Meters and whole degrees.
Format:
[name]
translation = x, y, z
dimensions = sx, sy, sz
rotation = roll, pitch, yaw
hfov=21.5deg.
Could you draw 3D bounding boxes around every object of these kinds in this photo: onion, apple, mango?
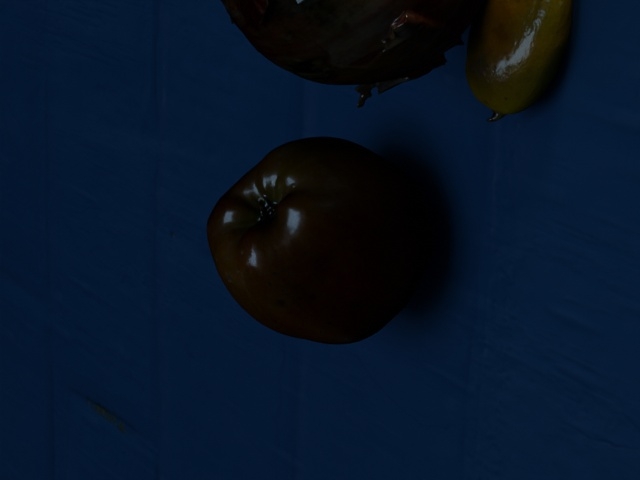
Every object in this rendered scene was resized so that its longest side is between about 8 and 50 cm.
[onion]
translation = 0.022, -0.302, 1.550
dimensions = 0.353, 0.353, 0.354
rotation = 20, 115, 53
[apple]
translation = 0.001, -0.001, 1.761
dimensions = 0.234, 0.234, 0.234
rotation = 20, 115, 53
[mango]
translation = 0.187, -0.196, 1.575
dimensions = 0.101, 0.066, 0.188
rotation = 46, 125, 40
